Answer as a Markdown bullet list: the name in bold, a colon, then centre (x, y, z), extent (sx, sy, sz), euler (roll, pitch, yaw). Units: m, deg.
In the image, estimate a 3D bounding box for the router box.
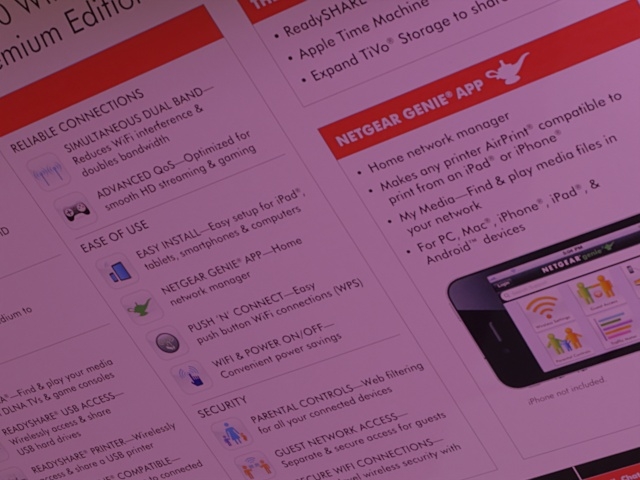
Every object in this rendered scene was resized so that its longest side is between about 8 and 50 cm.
- **router box**: centre (0.000, 0.000, 0.653), extent (0.335, 0.082, 0.301), euler (-20, 115, 27)
